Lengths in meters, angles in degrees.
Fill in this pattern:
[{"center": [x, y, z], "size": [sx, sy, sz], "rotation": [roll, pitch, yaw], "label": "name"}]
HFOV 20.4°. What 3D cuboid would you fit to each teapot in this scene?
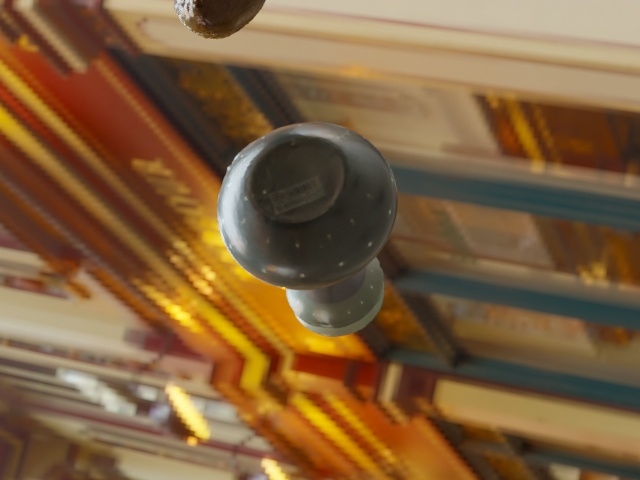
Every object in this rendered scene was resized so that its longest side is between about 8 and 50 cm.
[{"center": [0.000, 0.000, 1.845], "size": [0.251, 0.184, 0.183], "rotation": [70, -144, -59], "label": "teapot"}]

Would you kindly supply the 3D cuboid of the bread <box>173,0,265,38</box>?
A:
[{"center": [-0.140, -0.368, 1.796], "size": [0.124, 0.084, 0.344], "rotation": [-29, -61, -20], "label": "bread"}]
